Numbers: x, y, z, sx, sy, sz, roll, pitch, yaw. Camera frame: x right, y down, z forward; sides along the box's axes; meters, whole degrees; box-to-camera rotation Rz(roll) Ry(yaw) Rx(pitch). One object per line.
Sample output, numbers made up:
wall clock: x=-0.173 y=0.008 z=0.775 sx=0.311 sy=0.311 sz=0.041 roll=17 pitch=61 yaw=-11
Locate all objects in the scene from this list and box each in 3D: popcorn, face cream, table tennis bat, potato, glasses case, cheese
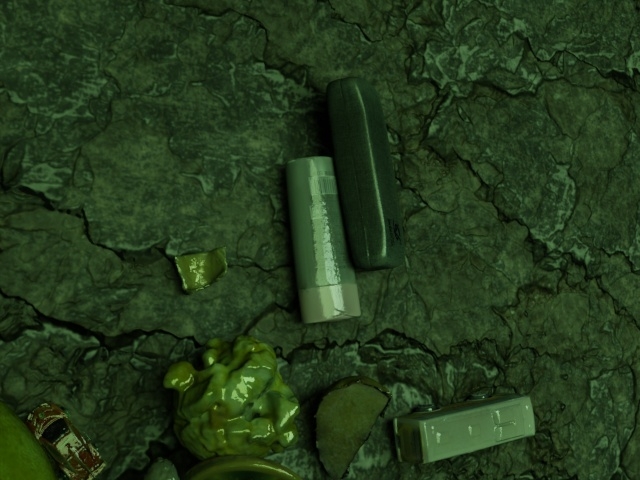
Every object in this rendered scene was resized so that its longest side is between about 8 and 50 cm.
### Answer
popcorn: x=-0.128 y=0.229 z=1.159 sx=0.186 sy=0.167 sz=0.187 roll=-14 pitch=84 yaw=-27
face cream: x=0.000 y=0.000 z=1.329 sx=0.107 sy=0.073 sz=0.269 roll=-6 pitch=84 yaw=-28
table tennis bat: x=-0.082 y=0.418 z=1.163 sx=0.050 sy=0.198 sz=0.320 roll=-88 pitch=156 yaw=-58
potato: x=0.035 y=0.286 z=1.309 sx=0.101 sy=0.089 sz=0.172 roll=26 pitch=100 yaw=-3
glasses case: x=0.077 y=-0.110 z=1.363 sx=0.131 sy=0.074 sz=0.323 roll=5 pitch=76 yaw=-69
cheese: x=-0.177 y=0.044 z=1.236 sx=0.084 sy=0.041 sz=0.060 roll=-18 pitch=83 yaw=-16

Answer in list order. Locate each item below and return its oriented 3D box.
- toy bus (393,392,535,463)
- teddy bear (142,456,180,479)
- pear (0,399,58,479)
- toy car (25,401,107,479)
toy bus: x=0.253 y=0.320 z=1.402 sx=0.268 sy=0.106 sz=0.092 roll=-4 pitch=85 yaw=-31
teddy bear: x=-0.230 y=0.389 z=1.011 sx=0.151 sy=0.267 sz=0.236 roll=28 pitch=81 yaw=-23
pear: x=-0.424 y=0.349 z=0.848 sx=0.352 sy=0.352 sz=0.413 roll=-4 pitch=52 yaw=-31
toy car: x=-0.345 y=0.274 z=1.099 sx=0.059 sy=0.035 sz=0.122 roll=-40 pitch=104 yaw=-26
